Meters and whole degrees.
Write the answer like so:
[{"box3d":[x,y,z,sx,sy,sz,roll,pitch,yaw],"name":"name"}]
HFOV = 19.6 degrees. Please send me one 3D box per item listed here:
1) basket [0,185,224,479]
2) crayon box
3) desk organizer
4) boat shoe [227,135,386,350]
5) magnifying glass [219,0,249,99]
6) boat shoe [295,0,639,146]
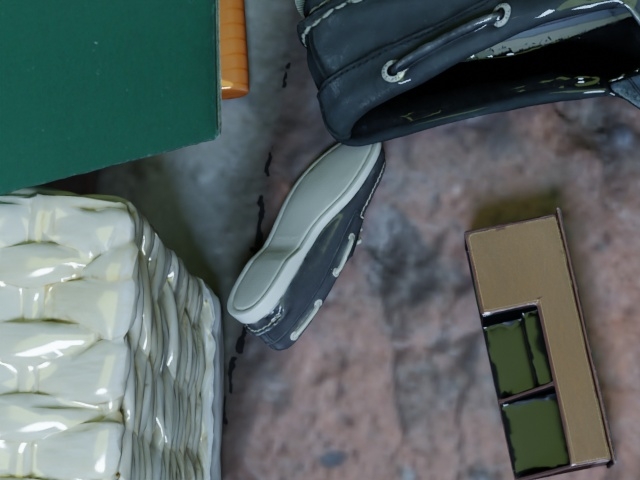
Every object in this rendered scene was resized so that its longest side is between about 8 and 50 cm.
[{"box3d":[-0.218,0.150,0.828,0.331,0.266,0.328,3,79,2],"name":"basket"},{"box3d":[-0.275,-0.098,0.782,0.313,0.363,0.106,-19,119,-38],"name":"crayon box"},{"box3d":[0.110,0.055,0.939,0.050,0.047,0.130,-12,79,3],"name":"desk organizer"},{"box3d":[0.000,0.000,0.958,0.038,0.046,0.125,47,63,-32],"name":"boat shoe"},{"box3d":[-0.060,-0.190,1.004,0.092,0.026,0.231,-4,80,2],"name":"magnifying glass"},{"box3d":[0.155,-0.103,0.919,0.340,0.127,0.113,-3,70,5],"name":"boat shoe"}]
